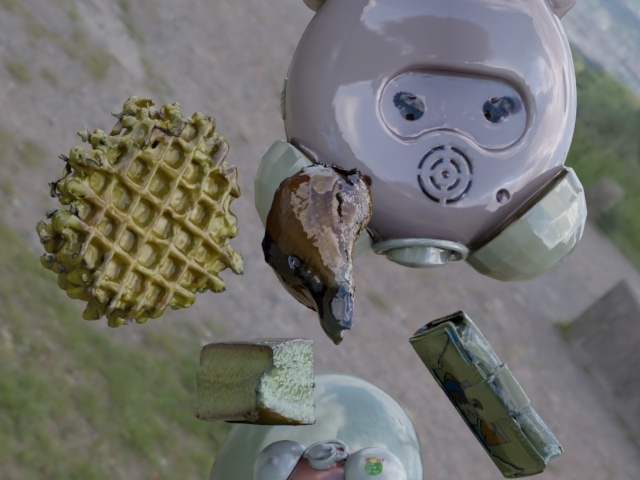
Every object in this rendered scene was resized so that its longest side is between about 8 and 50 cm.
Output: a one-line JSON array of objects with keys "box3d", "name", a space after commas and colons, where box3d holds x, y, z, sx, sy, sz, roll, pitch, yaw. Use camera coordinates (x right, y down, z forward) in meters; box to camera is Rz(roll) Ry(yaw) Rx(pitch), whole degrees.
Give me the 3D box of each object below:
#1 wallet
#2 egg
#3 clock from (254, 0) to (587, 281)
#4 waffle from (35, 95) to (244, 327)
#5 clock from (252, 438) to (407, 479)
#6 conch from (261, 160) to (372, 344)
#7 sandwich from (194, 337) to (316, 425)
[{"box3d": [0.143, 0.138, 1.334, 0.155, 0.039, 0.110, 54, -17, 0], "name": "wallet"}, {"box3d": [-0.004, 0.304, 1.859, 0.258, 0.258, 0.352, 45, 27, -12], "name": "egg"}, {"box3d": [0.111, -0.127, 1.551, 0.342, 0.326, 0.184, 6, -2, -1], "name": "clock"}, {"box3d": [-0.153, -0.025, 1.296, 0.070, 0.193, 0.197, 20, -47, 44], "name": "waffle"}, {"box3d": [0.022, 0.268, 1.558, 0.093, 0.166, 0.162, -60, 142, -44], "name": "clock"}, {"box3d": [-0.005, -0.001, 1.178, 0.080, 0.086, 0.233, 21, 42, -6], "name": "conch"}, {"box3d": [-0.064, 0.150, 1.609, 0.096, 0.094, 0.258, 1, -4, -21], "name": "sandwich"}]
